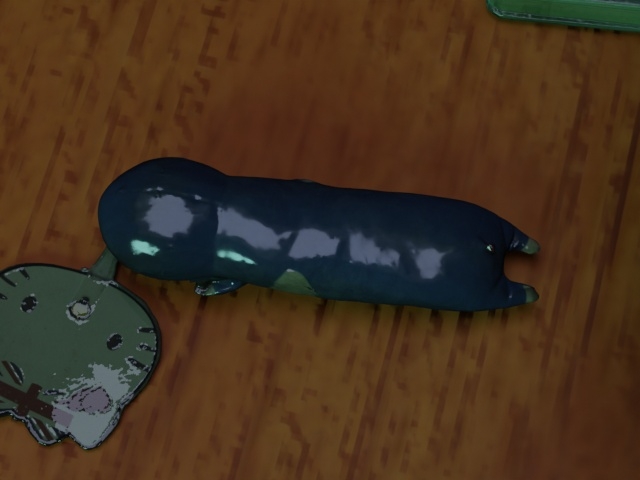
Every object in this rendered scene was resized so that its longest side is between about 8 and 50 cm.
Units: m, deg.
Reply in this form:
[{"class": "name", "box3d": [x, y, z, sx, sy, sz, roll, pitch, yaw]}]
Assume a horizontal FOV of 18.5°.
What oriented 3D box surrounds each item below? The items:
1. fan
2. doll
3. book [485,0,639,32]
[{"class": "fan", "box3d": [-0.068, 0.018, 0.555, 0.056, 0.004, 0.083, 22, 67, 7]}, {"class": "doll", "box3d": [0.000, 0.000, 0.551, 0.125, 0.027, 0.037, 9, 59, -3]}, {"class": "book", "box3d": [0.121, -0.104, 0.603, 0.135, 0.017, 0.103, 7, 65, 4]}]
